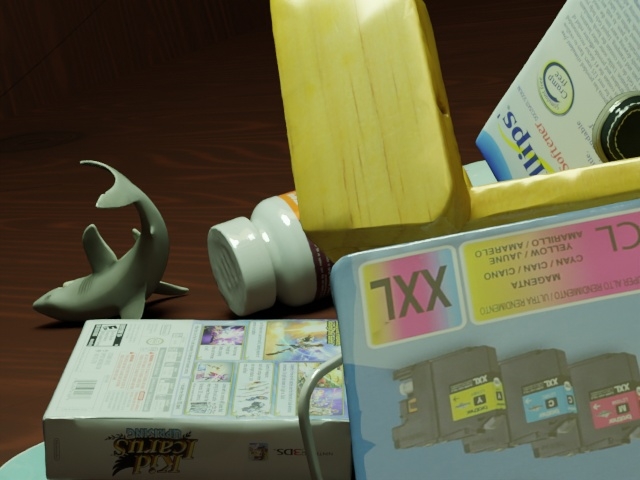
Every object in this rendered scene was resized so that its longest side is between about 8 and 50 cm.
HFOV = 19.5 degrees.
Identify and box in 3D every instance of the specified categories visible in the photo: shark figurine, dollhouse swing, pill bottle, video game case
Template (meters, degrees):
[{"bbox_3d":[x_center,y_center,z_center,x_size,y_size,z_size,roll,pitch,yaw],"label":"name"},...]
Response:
[{"bbox_3d":[-0.207,0.035,2.024,0.166,0.278,0.116,12,51,-14],"label":"shark figurine"},{"bbox_3d":[0.188,-0.052,1.390,0.305,0.347,0.315,-24,53,21],"label":"dollhouse swing"},{"bbox_3d":[0.000,0.000,1.985,0.221,0.121,0.121,-18,15,-21],"label":"pill bottle"},{"bbox_3d":[-0.095,0.133,1.585,0.244,0.061,0.269,-1,15,1],"label":"video game case"}]

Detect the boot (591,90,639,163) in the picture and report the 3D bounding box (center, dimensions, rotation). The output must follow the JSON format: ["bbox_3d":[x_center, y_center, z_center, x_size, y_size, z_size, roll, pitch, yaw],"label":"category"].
[{"bbox_3d":[0.334,-0.034,1.407,0.236,0.085,0.178,28,4,-19],"label":"boot"}]

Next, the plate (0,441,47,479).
[{"bbox_3d":[-0.189,0.196,1.593,0.188,0.024,0.188,-12,13,3],"label":"plate"}]

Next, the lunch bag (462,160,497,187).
[{"bbox_3d":[0.245,-0.029,1.909,0.279,0.108,0.224,-8,14,18],"label":"lunch bag"}]

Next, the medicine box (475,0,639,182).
[{"bbox_3d":[0.325,-0.136,1.647,0.263,0.149,0.289,-14,-27,-30],"label":"medicine box"}]

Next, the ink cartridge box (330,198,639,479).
[{"bbox_3d":[0.159,0.174,0.878,0.270,0.151,0.395,-12,50,6],"label":"ink cartridge box"}]

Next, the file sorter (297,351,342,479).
[{"bbox_3d":[0.149,0.140,1.203,0.278,0.173,0.193,-1,18,41],"label":"file sorter"}]
